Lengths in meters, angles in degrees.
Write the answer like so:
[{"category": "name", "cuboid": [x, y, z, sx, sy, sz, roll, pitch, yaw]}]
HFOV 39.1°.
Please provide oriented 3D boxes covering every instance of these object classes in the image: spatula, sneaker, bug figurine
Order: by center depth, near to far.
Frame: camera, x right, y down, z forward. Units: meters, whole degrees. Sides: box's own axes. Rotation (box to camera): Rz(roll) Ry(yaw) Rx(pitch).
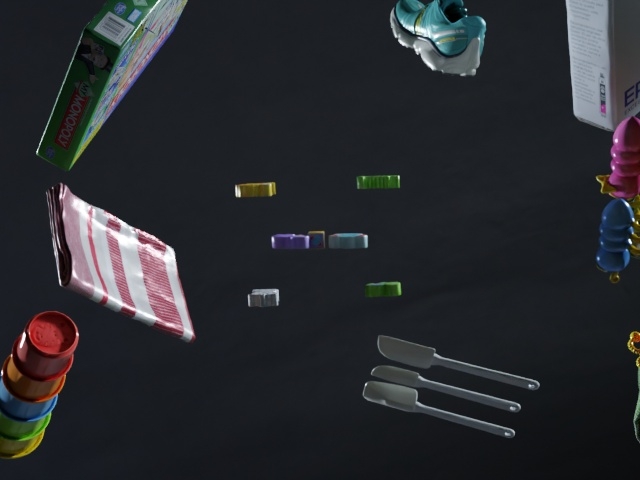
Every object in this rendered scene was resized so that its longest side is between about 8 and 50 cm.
[{"category": "bug figurine", "cuboid": [0.323, -0.005, 0.887, 0.072, 0.216, 0.279, -3, 26, 2]}, {"category": "spatula", "cuboid": [0.191, 0.224, 1.357, 0.242, 0.168, 0.019, 14, 41, 4]}, {"category": "sneaker", "cuboid": [0.205, -0.362, 1.517, 0.107, 0.110, 0.275, 5, 27, -24]}]

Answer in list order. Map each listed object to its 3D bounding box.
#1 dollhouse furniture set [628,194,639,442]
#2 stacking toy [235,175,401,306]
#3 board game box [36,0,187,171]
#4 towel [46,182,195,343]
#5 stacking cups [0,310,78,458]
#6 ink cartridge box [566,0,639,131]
[{"category": "dollhouse furniture set", "cuboid": [0.471, 0.115, 1.311, 0.151, 0.302, 0.197, 22, 36, 18]}, {"category": "stacking toy", "cuboid": [0.000, 0.000, 1.221, 0.221, 0.167, 0.052, -3, 6, 3]}, {"category": "board game box", "cuboid": [-0.222, -0.253, 1.083, 0.213, 0.046, 0.317, -51, 13, 46]}, {"category": "towel", "cuboid": [-0.365, 0.047, 1.684, 0.037, 0.329, 0.237, -35, 51, 18]}, {"category": "stacking cups", "cuboid": [-0.389, 0.191, 1.184, 0.096, 0.096, 0.316, -32, -14, -37]}, {"category": "ink cartridge box", "cuboid": [0.384, -0.335, 0.958, 0.324, 0.330, 0.071, -39, 47, -20]}]
